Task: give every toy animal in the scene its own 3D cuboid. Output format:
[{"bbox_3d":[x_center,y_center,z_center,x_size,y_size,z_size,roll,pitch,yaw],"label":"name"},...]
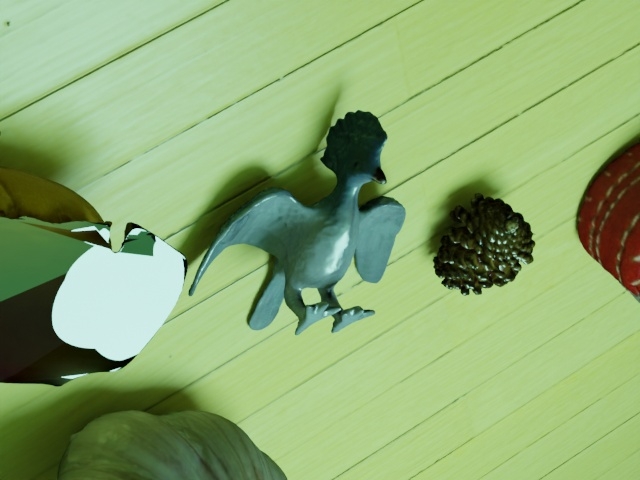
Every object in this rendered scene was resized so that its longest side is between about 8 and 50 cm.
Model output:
[{"bbox_3d":[0.000,0.000,1.178,0.239,0.176,0.255,6,155,-37],"label":"toy animal"}]

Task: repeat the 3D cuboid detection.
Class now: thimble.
[{"bbox_3d":[0.400,-0.030,1.421,0.189,0.125,0.163,-45,137,4],"label":"thimble"}]

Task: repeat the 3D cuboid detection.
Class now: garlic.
[{"bbox_3d":[-0.144,0.312,1.198,0.241,0.322,0.322,-14,140,12],"label":"garlic"}]

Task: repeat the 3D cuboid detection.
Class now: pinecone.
[{"bbox_3d":[0.167,0.009,1.302,0.109,0.102,0.102,-42,140,17],"label":"pinecone"}]

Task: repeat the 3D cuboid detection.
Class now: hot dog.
[{"bbox_3d":[-0.275,0.000,0.947,0.326,0.107,0.194,32,93,-38],"label":"hot dog"}]
